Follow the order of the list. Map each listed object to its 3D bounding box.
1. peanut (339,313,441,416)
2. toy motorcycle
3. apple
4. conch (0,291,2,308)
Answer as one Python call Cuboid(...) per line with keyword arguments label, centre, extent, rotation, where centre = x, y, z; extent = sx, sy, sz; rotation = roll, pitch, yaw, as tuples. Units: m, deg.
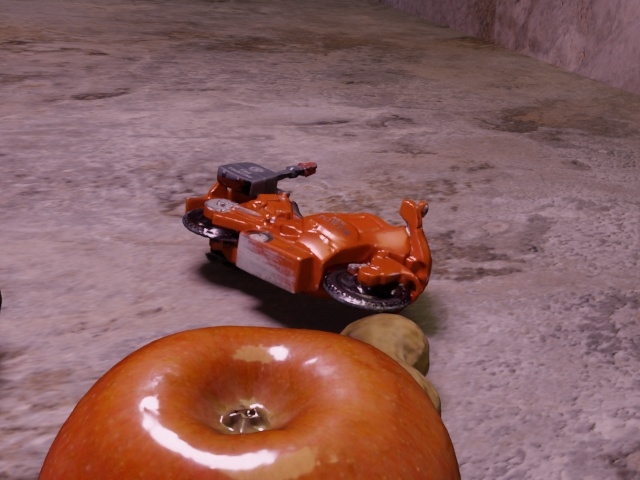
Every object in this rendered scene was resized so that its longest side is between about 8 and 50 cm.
Cuboid(label="peanut", centre=(0.056, 0.137, 0.840), extent=(0.103, 0.098, 0.229), rotation=(48, 18, -17))
Cuboid(label="toy motorcycle", centre=(0.000, 0.000, 1.056), extent=(0.325, 0.148, 0.221), rotation=(24, 25, 33))
Cuboid(label="apple", centre=(-0.043, 0.169, 0.575), extent=(0.271, 0.206, 0.251), rotation=(4, 20, 3))
Cuboid(label="conch", centre=(-0.397, 0.065, 0.746), extent=(0.277, 0.195, 0.220), rotation=(-35, 24, -28))
